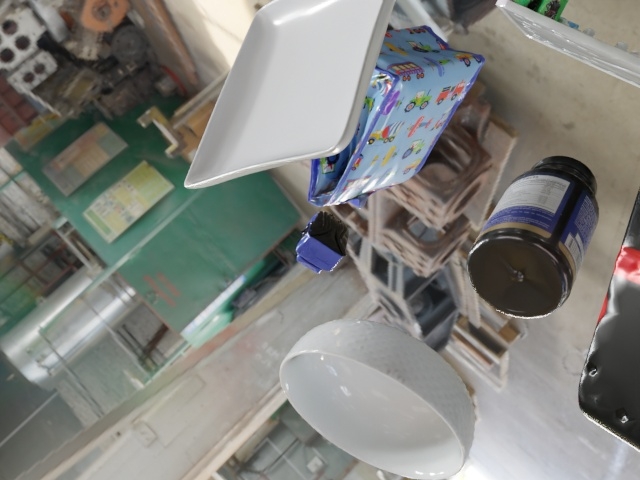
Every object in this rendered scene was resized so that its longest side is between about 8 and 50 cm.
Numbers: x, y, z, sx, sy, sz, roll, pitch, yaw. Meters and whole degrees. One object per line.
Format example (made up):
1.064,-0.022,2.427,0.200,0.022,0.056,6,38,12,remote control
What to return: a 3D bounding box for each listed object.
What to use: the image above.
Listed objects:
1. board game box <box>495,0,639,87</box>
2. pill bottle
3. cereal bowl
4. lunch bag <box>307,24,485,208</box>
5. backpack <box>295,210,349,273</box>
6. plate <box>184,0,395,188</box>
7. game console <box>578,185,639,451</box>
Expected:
0.456,-0.247,0.939,0.390,0.050,0.390,31,-160,15,board game box
0.274,-0.015,0.839,0.123,0.219,0.122,20,133,23,pill bottle
0.108,0.250,1.145,0.339,0.141,0.339,22,144,17,cereal bowl
0.102,-0.171,1.075,0.138,0.221,0.293,41,133,29,lunch bag
0.000,0.000,1.436,0.098,0.120,0.101,37,127,-14,backpack
-0.023,-0.187,0.756,0.045,0.278,0.277,32,155,-34,plate
0.383,0.061,0.487,0.060,0.342,0.386,3,-165,-28,game console
